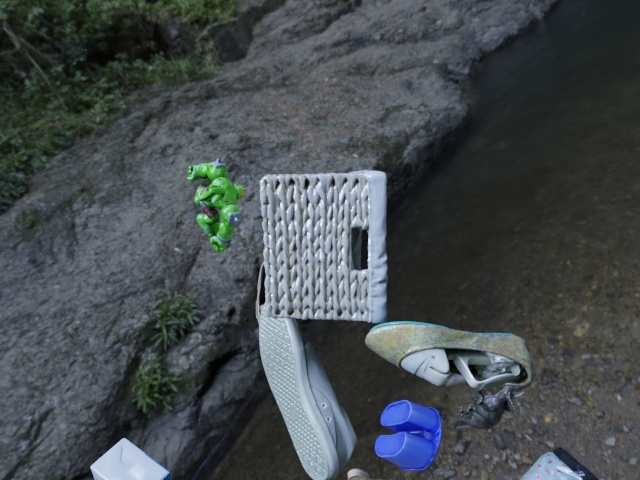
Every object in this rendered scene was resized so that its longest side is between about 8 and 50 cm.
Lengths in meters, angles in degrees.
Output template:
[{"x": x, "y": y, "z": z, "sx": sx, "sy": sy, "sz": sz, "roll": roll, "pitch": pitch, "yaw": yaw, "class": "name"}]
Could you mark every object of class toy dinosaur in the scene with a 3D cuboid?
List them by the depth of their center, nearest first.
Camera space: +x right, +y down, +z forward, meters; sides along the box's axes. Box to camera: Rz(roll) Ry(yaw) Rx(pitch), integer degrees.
[{"x": 0.660, "y": 0.690, "z": 1.676, "sx": 0.314, "sy": 0.160, "sz": 0.121, "roll": -55, "pitch": -1, "yaw": 13, "class": "toy dinosaur"}]

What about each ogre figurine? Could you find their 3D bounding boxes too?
[{"x": -0.221, "y": -0.084, "z": 0.891, "sx": 0.118, "sy": 0.096, "sz": 0.197, "roll": -25, "pitch": 62, "yaw": 46, "class": "ogre figurine"}]

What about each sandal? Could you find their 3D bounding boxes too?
[{"x": 0.192, "y": 0.877, "z": 1.456, "sx": 0.088, "sy": 0.240, "sz": 0.079, "roll": -46, "pitch": 23, "yaw": 24, "class": "sandal"}]

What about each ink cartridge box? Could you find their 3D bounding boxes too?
[{"x": -0.287, "y": 0.414, "z": 0.663, "sx": 0.104, "sy": 0.181, "sz": 0.061, "roll": 20, "pitch": 34, "yaw": 24, "class": "ink cartridge box"}]

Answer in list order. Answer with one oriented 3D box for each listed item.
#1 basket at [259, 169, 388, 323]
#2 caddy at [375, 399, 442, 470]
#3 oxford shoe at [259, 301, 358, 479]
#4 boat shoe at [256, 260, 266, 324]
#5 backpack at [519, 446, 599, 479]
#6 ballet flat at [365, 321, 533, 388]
[{"x": 0.000, "y": 0.000, "z": 0.998, "sx": 0.266, "sy": 0.329, "sz": 0.331, "roll": -2, "pitch": 8, "yaw": -6, "class": "basket"}, {"x": 0.371, "y": 0.802, "z": 1.723, "sx": 0.241, "sy": 0.179, "sz": 0.341, "roll": -68, "pitch": 7, "yaw": -32, "class": "caddy"}, {"x": -0.037, "y": 0.348, "z": 1.049, "sx": 0.130, "sy": 0.450, "sz": 0.169, "roll": -6, "pitch": -28, "yaw": -39, "class": "oxford shoe"}, {"x": -0.142, "y": 0.216, "z": 1.232, "sx": 0.121, "sy": 0.341, "sz": 0.110, "roll": -1, "pitch": 5, "yaw": 17, "class": "boat shoe"}, {"x": 0.621, "y": 0.651, "z": 1.109, "sx": 0.182, "sy": 0.115, "sz": 0.152, "roll": -44, "pitch": 7, "yaw": -1, "class": "backpack"}, {"x": 0.265, "y": 0.235, "z": 0.835, "sx": 0.348, "sy": 0.123, "sz": 0.123, "roll": 7, "pitch": 22, "yaw": -10, "class": "ballet flat"}]
